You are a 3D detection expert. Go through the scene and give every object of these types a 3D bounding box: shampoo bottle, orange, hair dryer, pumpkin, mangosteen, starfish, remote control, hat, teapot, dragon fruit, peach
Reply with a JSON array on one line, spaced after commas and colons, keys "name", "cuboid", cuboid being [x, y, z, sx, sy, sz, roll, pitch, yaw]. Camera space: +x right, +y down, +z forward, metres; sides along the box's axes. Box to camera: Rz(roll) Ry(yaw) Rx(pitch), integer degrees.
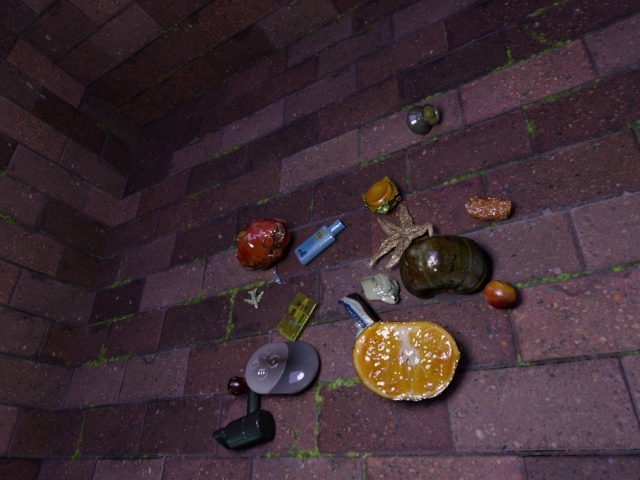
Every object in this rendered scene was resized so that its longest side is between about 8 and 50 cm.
[{"name": "shampoo bottle", "cuboid": [0.000, 0.000, 1.954, 0.258, 0.061, 0.104, -40, 50, 10]}, {"name": "orange", "cuboid": [0.271, 0.388, 1.416, 0.310, 0.274, 0.274, -5, 50, -17]}, {"name": "hair dryer", "cuboid": [-0.313, 0.693, 1.764, 0.244, 0.116, 0.302, -26, 41, 21]}, {"name": "pumpkin", "cuboid": [0.419, 0.065, 1.513, 0.325, 0.232, 0.242, -13, 55, 25]}, {"name": "mangosteen", "cuboid": [-0.342, 0.594, 1.759, 0.081, 0.081, 0.081, -17, 56, 27]}, {"name": "starfish", "cuboid": [0.314, -0.022, 1.747, 0.299, 0.060, 0.302, -33, 37, 24]}, {"name": "remote control", "cuboid": [-0.158, 0.511, 1.729, 0.332, 0.103, 0.221, -9, 47, 23]}, {"name": "hat", "cuboid": [0.235, 0.190, 1.683, 0.166, 0.081, 0.122, -17, 94, 44]}, {"name": "teapot", "cuboid": [0.464, -0.547, 1.900, 0.166, 0.130, 0.119, -35, 10, -24]}, {"name": "dragon fruit", "cuboid": [-0.271, 0.018, 2.020, 0.250, 0.315, 0.250, 6, 49, -7]}, {"name": "peach", "cuboid": [0.591, 0.178, 1.406, 0.101, 0.101, 0.100, -17, 56, 27]}]

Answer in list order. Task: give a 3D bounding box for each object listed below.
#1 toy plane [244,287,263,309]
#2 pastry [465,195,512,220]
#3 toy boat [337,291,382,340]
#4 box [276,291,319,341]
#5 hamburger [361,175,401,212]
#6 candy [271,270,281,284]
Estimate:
[{"name": "toy plane", "cuboid": [-0.313, 0.277, 2.031, 0.102, 0.040, 0.111, -26, 49, 7]}, {"name": "pastry", "cuboid": [0.621, -0.111, 1.582, 0.169, 0.063, 0.087, 12, 63, 44]}, {"name": "toy boat", "cuboid": [0.150, 0.303, 1.639, 0.115, 0.114, 0.262, -47, 47, 10]}, {"name": "box", "cuboid": [-0.099, 0.332, 1.855, 0.121, 0.030, 0.193, 25, 81, 41]}, {"name": "hamburger", "cuboid": [0.267, -0.181, 1.838, 0.164, 0.093, 0.189, -30, 38, 22]}, {"name": "candy", "cuboid": [-0.210, 0.177, 2.028, 0.030, 0.020, 0.083, -37, 51, 13]}]
